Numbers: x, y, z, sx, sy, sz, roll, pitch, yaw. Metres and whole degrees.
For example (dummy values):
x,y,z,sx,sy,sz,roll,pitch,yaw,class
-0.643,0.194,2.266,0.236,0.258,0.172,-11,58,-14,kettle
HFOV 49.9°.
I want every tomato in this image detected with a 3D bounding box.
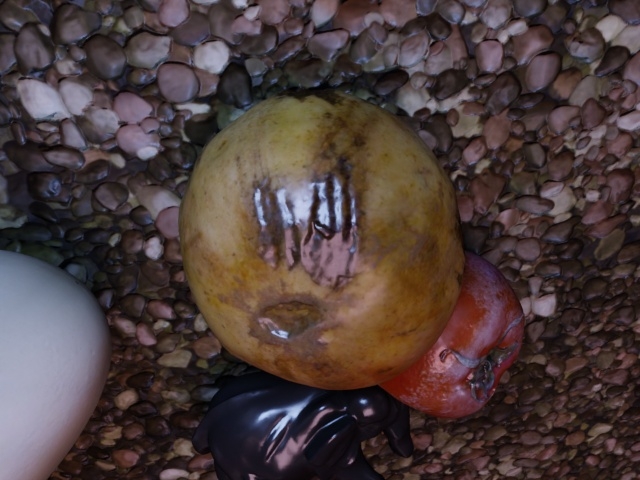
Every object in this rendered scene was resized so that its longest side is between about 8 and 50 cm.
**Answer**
x,y,z,sx,sy,sz,roll,pitch,yaw,class
0.158,0.116,0.917,0.232,0.189,0.231,-27,130,-37,tomato

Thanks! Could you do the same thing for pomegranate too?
x,y,z,sx,sy,sz,roll,pitch,yaw,class
0.000,0.000,0.739,0.322,0.322,0.322,-6,127,-8,pomegranate

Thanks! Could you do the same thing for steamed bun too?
x,y,z,sx,sy,sz,roll,pitch,yaw,class
-0.361,0.172,0.752,0.206,0.324,0.324,36,113,-9,steamed bun

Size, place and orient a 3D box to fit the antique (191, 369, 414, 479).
x,y,z,sx,sy,sz,roll,pitch,yaw,class
-0.024,0.284,1.003,0.322,0.185,0.255,-9,128,-2,antique
